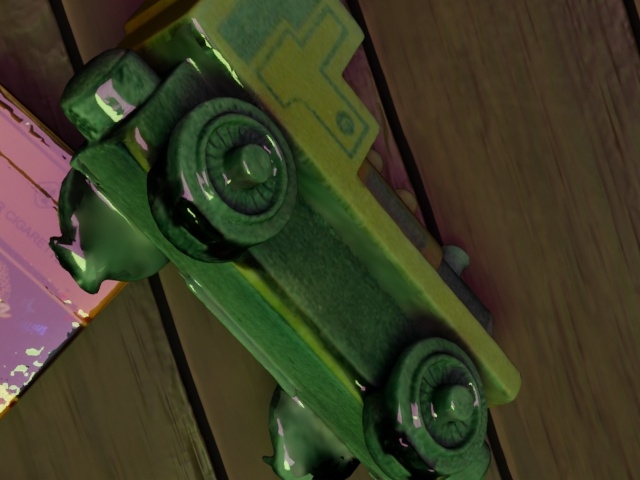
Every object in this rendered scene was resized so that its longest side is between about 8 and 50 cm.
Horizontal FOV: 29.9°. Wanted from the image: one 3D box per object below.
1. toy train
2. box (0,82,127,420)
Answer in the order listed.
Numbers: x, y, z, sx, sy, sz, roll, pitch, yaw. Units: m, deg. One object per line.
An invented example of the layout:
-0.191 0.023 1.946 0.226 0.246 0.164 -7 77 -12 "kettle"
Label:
0.000 0.000 0.768 0.369 0.150 0.237 49 45 -21 "toy train"
-0.233 0.033 0.782 0.152 0.070 0.237 42 82 -8 "box"
